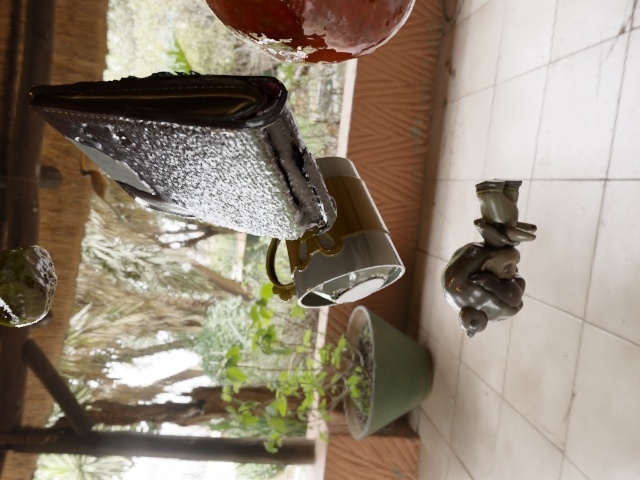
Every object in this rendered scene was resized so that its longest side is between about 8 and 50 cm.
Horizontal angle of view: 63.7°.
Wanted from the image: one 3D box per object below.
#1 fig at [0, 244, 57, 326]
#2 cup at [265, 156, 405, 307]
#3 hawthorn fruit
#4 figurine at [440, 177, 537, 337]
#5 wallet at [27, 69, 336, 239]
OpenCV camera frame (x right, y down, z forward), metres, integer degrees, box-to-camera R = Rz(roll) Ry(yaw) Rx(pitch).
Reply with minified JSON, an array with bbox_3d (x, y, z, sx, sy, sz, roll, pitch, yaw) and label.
[{"bbox_3d":[-0.576,0.075,0.947,0.144,0.165,0.154,11,82,52],"label":"fig"},{"bbox_3d":[0.000,0.000,0.883,0.185,0.241,0.226,19,-130,-60],"label":"cup"},{"bbox_3d":[-0.029,-0.297,0.519,0.271,0.241,0.242,22,108,59],"label":"hawthorn fruit"},{"bbox_3d":[0.411,0.038,1.262,0.248,0.203,0.381,-22,-59,-61],"label":"figurine"},{"bbox_3d":[-0.128,-0.079,0.535,0.221,0.262,0.071,57,-137,-64],"label":"wallet"}]
